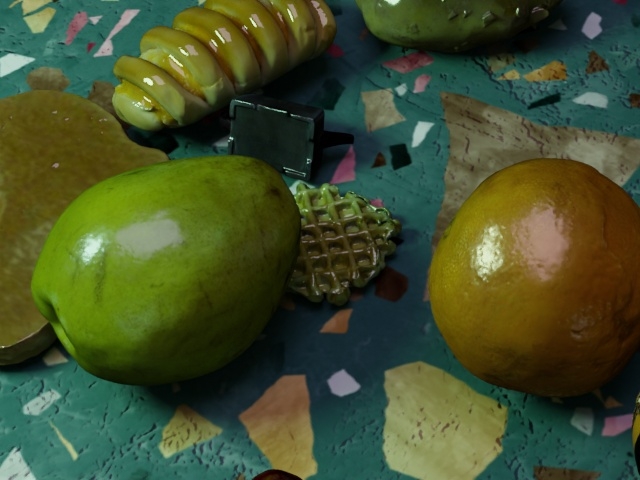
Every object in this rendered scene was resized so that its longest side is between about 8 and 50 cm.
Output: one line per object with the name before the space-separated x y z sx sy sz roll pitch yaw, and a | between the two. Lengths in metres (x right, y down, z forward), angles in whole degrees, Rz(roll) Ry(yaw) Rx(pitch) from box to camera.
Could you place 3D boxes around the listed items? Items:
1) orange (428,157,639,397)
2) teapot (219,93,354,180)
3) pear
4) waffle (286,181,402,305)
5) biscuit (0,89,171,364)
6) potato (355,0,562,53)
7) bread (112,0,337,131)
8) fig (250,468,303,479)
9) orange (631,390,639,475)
orange | 0.240 0.038 1.754 0.261 0.261 0.261 -5 50 6
teapot | -0.044 -0.142 2.073 0.177 0.087 0.096 14 27 21
pear | -0.168 0.029 1.841 0.307 0.253 0.253 -32 52 -25
waffle | 0.000 0.000 1.972 0.183 0.036 0.169 26 57 26
biscuit | -0.377 -0.026 2.044 0.365 0.062 0.385 27 60 27
potato | 0.188 -0.328 2.146 0.296 0.141 0.192 -4 34 8
bread | -0.134 -0.249 2.122 0.311 0.121 0.173 -31 30 -24
fig | -0.059 0.304 1.712 0.089 0.089 0.125 40 93 34
orange | 0.435 0.195 1.645 0.234 0.182 0.234 -2 38 2
